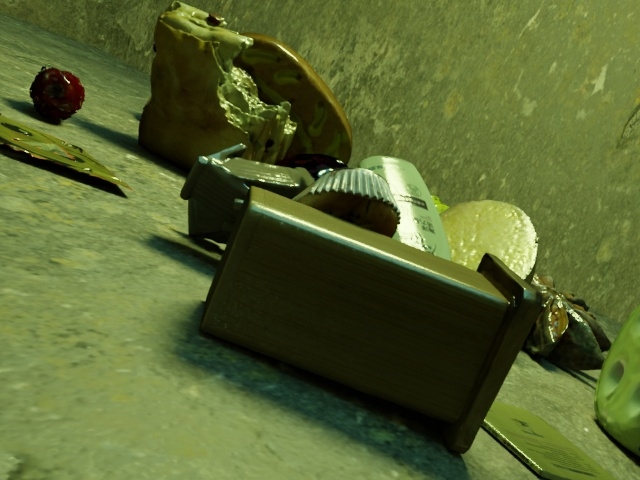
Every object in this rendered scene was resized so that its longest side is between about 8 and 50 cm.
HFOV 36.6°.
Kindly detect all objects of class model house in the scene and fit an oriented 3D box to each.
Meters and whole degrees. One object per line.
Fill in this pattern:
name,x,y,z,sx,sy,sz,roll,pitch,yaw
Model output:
model house,-0.101,-0.045,1.335,0.188,0.122,0.229,15,-29,-11

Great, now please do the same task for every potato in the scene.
potato,0.293,0.056,1.788,0.239,0.299,0.116,-8,-48,24

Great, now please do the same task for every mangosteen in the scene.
mangosteen,-0.021,-0.049,1.631,0.194,0.194,0.230,26,-19,-8

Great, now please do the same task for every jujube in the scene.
jujube,-0.483,-0.267,1.783,0.104,0.104,0.166,25,-2,-10

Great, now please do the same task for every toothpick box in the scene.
toothpick box,0.042,0.068,1.041,0.308,0.190,0.187,22,10,-8

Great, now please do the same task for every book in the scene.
book,0.265,0.246,1.178,0.168,0.013,0.192,21,10,-32

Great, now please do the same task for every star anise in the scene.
star anise,0.437,0.149,1.911,0.332,0.117,0.331,24,27,-13

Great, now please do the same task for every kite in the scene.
kite,-0.439,-0.154,1.481,0.378,0.013,0.327,26,7,10

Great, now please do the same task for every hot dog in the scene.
hot dog,0.000,0.000,1.200,0.144,0.268,0.075,21,53,-20

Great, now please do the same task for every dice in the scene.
dice,0.586,0.231,1.457,0.254,0.252,0.250,28,8,-5

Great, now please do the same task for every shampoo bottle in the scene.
shampoo bottle,0.148,-0.004,1.622,0.134,0.078,0.359,5,40,-14

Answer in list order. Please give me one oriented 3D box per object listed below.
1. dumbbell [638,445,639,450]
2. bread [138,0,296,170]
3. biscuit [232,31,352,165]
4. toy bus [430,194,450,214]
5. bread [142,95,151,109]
dumbbell,0.492,0.310,1.196,0.208,0.099,0.099,30,8,13
bread,-0.215,-0.262,1.952,0.314,0.370,0.191,24,45,7
biscuit,-0.120,-0.256,2.097,0.394,0.350,0.070,44,41,-18
toy bus,0.139,-0.035,1.974,0.262,0.150,0.128,14,2,24
bread,-0.267,-0.290,2.423,0.389,0.183,0.236,24,-10,29
